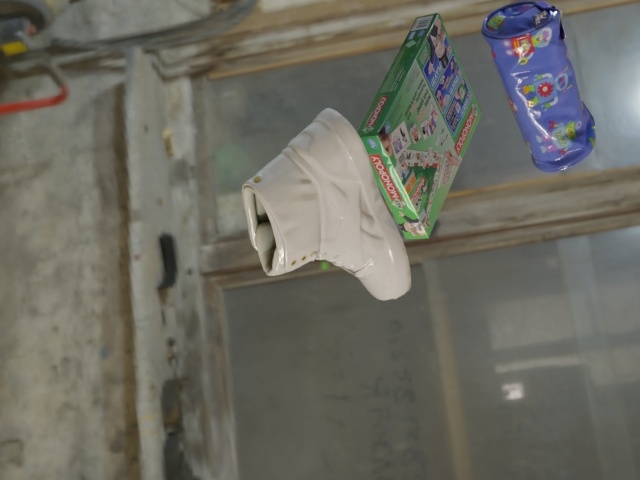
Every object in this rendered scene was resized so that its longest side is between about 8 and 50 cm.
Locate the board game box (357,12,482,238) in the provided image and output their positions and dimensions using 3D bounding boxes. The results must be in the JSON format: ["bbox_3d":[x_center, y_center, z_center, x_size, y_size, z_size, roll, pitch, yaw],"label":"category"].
[{"bbox_3d":[0.166,-0.187,1.739,0.213,0.046,0.317,61,41,-34],"label":"board game box"}]

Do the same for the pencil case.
[{"bbox_3d":[0.375,-0.263,1.814,0.119,0.133,0.306,-104,168,-55],"label":"pencil case"}]

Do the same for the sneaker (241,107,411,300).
[{"bbox_3d":[0.000,0.000,1.302,0.108,0.169,0.292,32,-24,46],"label":"sneaker"}]
